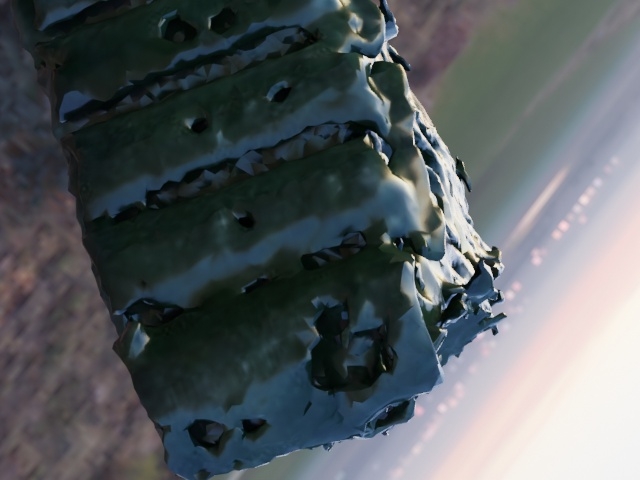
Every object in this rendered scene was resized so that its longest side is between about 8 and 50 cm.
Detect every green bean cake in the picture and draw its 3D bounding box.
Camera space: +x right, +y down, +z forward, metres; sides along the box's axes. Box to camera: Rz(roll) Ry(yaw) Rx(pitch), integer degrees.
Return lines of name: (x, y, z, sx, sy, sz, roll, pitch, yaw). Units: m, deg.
green bean cake: (0.000, 0.000, 0.583, 0.107, 0.193, 0.208, -26, 152, 7)
